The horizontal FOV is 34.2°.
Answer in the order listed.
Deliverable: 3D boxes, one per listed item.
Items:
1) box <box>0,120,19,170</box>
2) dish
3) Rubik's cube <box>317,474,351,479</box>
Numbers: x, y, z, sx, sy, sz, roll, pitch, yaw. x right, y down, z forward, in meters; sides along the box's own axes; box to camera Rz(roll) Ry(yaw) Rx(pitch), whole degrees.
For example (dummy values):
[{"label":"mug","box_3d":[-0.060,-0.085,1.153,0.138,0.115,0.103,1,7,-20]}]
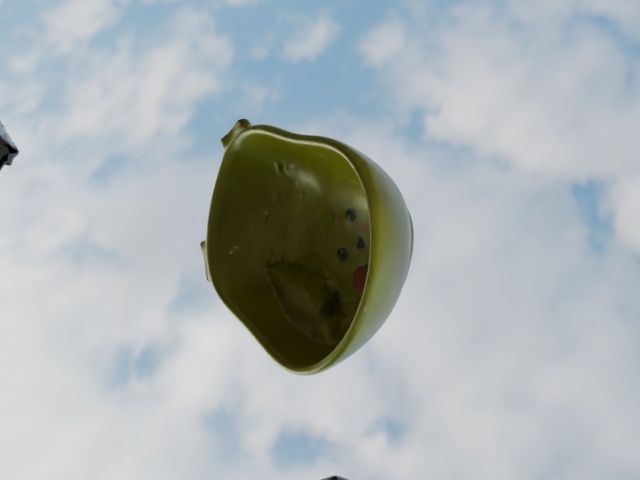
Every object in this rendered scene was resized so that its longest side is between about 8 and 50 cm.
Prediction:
[{"label":"box","box_3d":[-0.477,-0.206,0.930,0.116,0.415,0.264,-46,-140,0]},{"label":"dish","box_3d":[0.000,0.000,0.997,0.108,0.221,0.262,0,-159,-39]},{"label":"Rubik's cube","box_3d":[0.011,0.369,0.913,0.264,0.319,0.319,13,-127,25]}]
